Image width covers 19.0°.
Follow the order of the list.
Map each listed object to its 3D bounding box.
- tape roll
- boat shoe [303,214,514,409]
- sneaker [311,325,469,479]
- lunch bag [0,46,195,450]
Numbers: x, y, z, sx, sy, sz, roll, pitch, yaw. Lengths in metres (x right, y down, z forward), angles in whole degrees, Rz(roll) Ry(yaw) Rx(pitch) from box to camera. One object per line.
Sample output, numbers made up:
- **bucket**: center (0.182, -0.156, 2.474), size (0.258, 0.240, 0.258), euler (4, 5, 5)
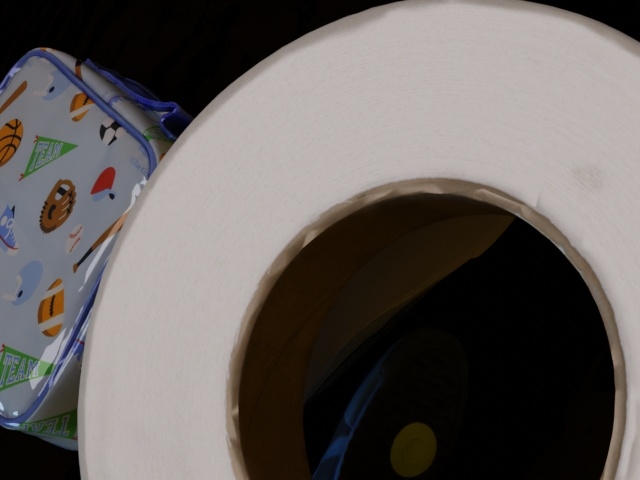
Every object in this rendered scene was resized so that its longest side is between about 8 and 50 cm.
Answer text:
- **tape roll**: center (0.061, 0.076, 0.910), size (0.392, 0.072, 0.392), euler (-6, 78, 28)
- **boat shoe**: center (0.000, 0.000, 1.106), size (0.340, 0.127, 0.158), euler (-45, 8, 9)
- **sneaker**: center (0.013, 0.139, 1.068), size (0.082, 0.069, 0.209), euler (24, 92, 58)
- **lunch bag**: center (-0.165, -0.001, 1.335), size (0.243, 0.115, 0.303), euler (-60, 36, 7)
